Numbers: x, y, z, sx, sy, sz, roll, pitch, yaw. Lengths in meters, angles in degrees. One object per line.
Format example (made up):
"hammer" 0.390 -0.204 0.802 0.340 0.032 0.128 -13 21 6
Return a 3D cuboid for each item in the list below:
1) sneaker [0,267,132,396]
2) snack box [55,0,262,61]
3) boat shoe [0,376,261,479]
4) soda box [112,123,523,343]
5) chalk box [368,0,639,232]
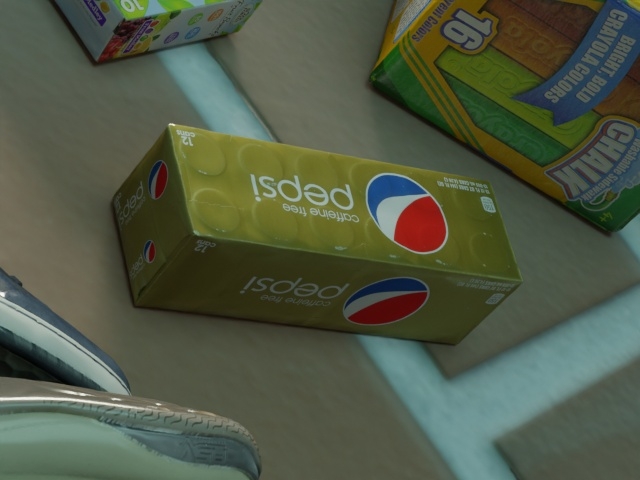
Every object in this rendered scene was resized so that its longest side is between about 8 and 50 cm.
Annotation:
"sneaker" -0.156 -0.020 0.769 0.226 0.086 0.163 30 45 -13
"snack box" -0.104 -0.159 0.967 0.100 0.037 0.141 -19 69 -45
"boat shoe" -0.177 0.093 0.627 0.324 0.123 0.116 10 88 -18
"soda box" 0.000 0.000 0.896 0.181 0.058 0.061 8 52 -33
"chalk box" 0.156 -0.106 1.053 0.213 0.132 0.132 30 42 -12
